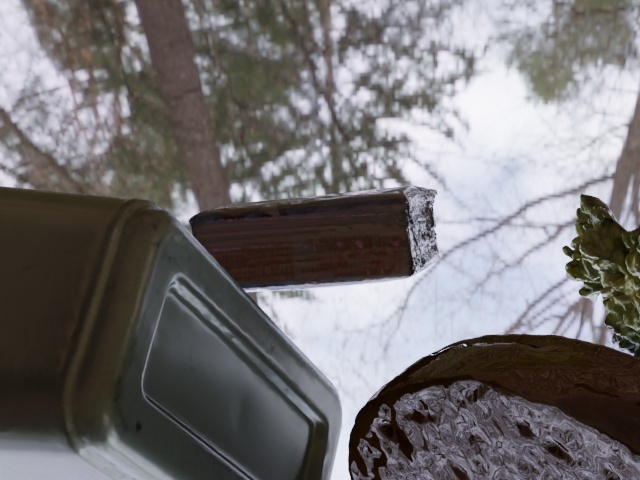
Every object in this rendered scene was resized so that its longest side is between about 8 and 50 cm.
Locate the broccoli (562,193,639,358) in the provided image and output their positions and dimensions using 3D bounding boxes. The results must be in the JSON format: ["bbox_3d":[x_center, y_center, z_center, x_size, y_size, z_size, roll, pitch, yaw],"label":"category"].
[{"bbox_3d":[0.324,-0.016,1.038,0.247,0.243,0.263,-26,-165,-34],"label":"broccoli"}]

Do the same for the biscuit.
[{"bbox_3d":[0.157,0.219,0.686,0.070,0.394,0.350,-36,-158,-34],"label":"biscuit"}]

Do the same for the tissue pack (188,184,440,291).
[{"bbox_3d":[0.000,0.000,0.926,0.155,0.115,0.065,-6,-88,15],"label":"tissue pack"}]

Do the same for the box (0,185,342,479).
[{"bbox_3d":[-0.119,0.088,0.727,0.182,0.312,0.175,2,-117,24],"label":"box"}]
